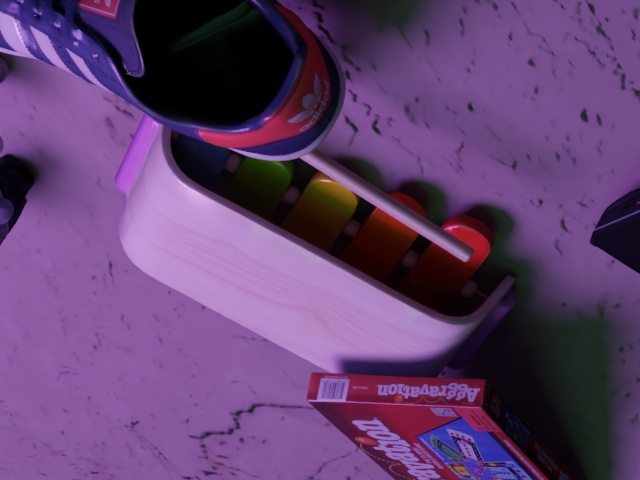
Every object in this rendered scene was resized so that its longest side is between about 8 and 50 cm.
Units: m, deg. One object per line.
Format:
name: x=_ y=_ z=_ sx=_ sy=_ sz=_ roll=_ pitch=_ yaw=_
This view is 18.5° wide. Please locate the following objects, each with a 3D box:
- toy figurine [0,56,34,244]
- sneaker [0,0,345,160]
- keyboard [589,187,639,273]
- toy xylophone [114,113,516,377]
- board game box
toy figurine: x=-0.341 y=-0.060 z=1.518 sx=0.209 sy=0.148 sz=0.213 roll=13 pitch=138 yaw=13
sneaker: x=-0.146 y=-0.164 z=1.278 sx=0.350 sy=0.131 sz=0.148 roll=23 pitch=180 yaw=4
keyboard: x=0.347 y=0.051 z=1.352 sx=0.317 sy=0.033 sz=0.201 roll=31 pitch=165 yaw=-9
toy xylophone: x=0.000 y=0.000 z=1.465 sx=0.322 sy=0.081 sz=0.236 roll=34 pitch=139 yaw=-10
board game box: x=0.110 y=0.170 z=1.558 sx=0.145 sy=0.027 sz=0.281 roll=1 pitch=155 yaw=27
